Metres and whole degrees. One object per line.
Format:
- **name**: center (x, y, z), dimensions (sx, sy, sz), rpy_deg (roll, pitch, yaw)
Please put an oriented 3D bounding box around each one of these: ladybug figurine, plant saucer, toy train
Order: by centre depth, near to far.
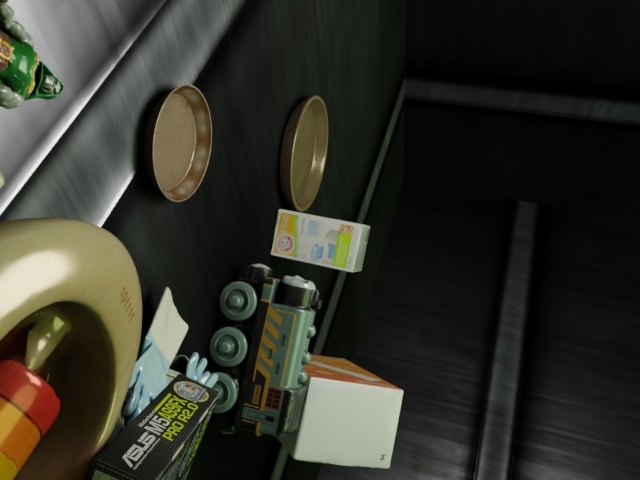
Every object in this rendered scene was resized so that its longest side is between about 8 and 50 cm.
- **ladybug figurine**: center (-0.301, 0.158, 0.440), dimensions (0.449, 0.162, 0.305), rpy_deg (-64, 160, -47)
- **plant saucer**: center (-0.207, -0.141, 0.856), dimensions (0.168, 0.029, 0.168), rpy_deg (11, 90, -75)
- **toy train**: center (-0.109, 0.217, 1.150), dimensions (0.142, 0.190, 0.333), rpy_deg (32, 70, -75)
- **plant saucer**: center (-0.039, -0.208, 1.420), dimensions (0.278, 0.041, 0.277), rpy_deg (10, 90, -76)

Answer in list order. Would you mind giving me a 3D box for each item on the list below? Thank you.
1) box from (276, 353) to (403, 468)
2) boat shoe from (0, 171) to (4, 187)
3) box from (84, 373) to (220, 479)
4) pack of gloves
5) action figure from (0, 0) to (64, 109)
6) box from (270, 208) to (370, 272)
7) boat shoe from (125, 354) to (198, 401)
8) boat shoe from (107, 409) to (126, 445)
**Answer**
- **box**: center (0.005, 0.366, 1.345), dimensions (0.345, 0.215, 0.168), rpy_deg (-178, -80, -71)
- **boat shoe**: center (-0.322, -0.067, 0.347), dimensions (0.285, 0.103, 0.092), rpy_deg (49, 58, -67)
- **box**: center (-0.207, 0.305, 0.629), dimensions (0.216, 0.060, 0.270), rpy_deg (-52, 165, -80)
- **pack of gloves**: center (-0.194, 0.206, 0.830), dimensions (0.232, 0.046, 0.195), rpy_deg (-84, 161, -58)
- **action figure**: center (-0.288, -0.168, 0.480), dimensions (0.232, 0.064, 0.137), rpy_deg (40, 58, -77)
- **box**: center (0.000, 0.000, 1.385), dimensions (0.103, 0.203, 0.114), rpy_deg (4, 98, -75)
- **boat shoe**: center (-0.224, 0.224, 0.943), dimensions (0.227, 0.079, 0.081), rpy_deg (44, 62, -69)
- **boat shoe**: center (-0.303, 0.317, 0.618), dimensions (0.340, 0.127, 0.113), rpy_deg (-72, 154, -62)
